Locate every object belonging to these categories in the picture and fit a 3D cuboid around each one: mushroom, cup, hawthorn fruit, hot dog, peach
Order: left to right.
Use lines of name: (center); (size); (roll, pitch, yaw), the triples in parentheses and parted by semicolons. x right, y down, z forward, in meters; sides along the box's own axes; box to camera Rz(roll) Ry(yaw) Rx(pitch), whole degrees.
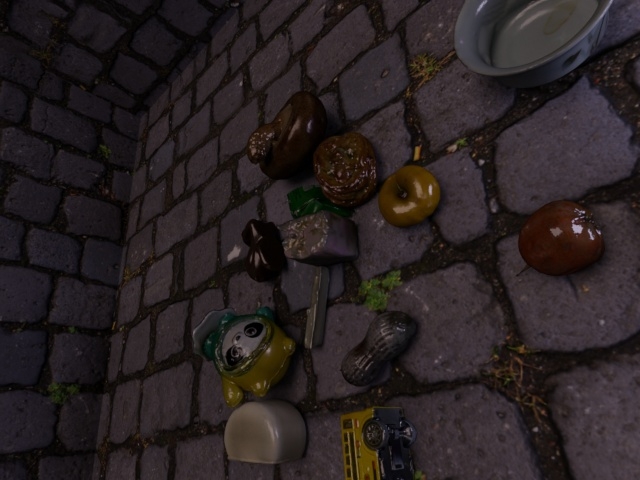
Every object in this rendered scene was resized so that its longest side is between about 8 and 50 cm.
mushroom: (-0.106, -0.372, 1.470); (0.344, 0.239, 0.346); (-21, 43, 21)
hot dog: (0.079, -0.245, 1.303); (0.195, 0.122, 0.273); (-13, 61, 11)
peach: (0.240, -0.123, 1.117); (0.179, 0.103, 0.180); (-22, 56, 38)
cup: (0.513, -0.506, 0.962); (0.347, 0.163, 0.348); (-19, 61, 39)
hawthorn fruit: (0.465, 0.011, 0.815); (0.189, 0.149, 0.149); (-50, 46, 16)

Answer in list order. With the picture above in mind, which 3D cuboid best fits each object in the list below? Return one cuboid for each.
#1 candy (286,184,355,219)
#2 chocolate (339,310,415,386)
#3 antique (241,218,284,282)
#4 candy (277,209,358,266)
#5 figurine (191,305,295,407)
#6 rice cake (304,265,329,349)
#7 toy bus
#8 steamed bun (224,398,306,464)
candy: (-0.002, -0.125, 1.319); (0.078, 0.202, 0.142); (101, 157, -63)
chocolate: (0.142, 0.278, 1.049); (0.248, 0.110, 0.110); (-53, 45, 11)
antique: (-0.221, 0.032, 1.499); (0.143, 0.121, 0.257); (-42, 56, 36)
candy: (0.000, 0.000, 1.245); (0.184, 0.195, 0.137); (-13, 70, 36)
figurine: (-0.240, 0.356, 1.320); (0.339, 0.232, 0.324); (16, 57, 41)
rice cake: (-0.011, 0.206, 1.261); (0.052, 0.057, 0.257); (2, 74, 18)
toy bus: (0.136, 0.556, 0.915); (0.152, 0.144, 0.331); (-25, 56, 35)
steamed bun: (-0.168, 0.559, 1.206); (0.241, 0.146, 0.164); (-18, 66, 38)
